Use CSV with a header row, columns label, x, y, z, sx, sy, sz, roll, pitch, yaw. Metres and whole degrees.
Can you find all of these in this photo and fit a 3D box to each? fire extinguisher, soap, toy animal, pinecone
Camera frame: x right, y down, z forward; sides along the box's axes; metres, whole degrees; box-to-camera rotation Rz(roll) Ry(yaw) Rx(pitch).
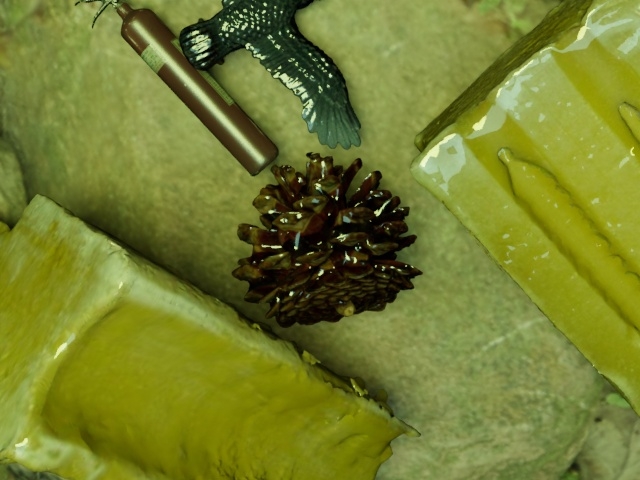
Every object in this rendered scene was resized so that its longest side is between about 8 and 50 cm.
label,x,y,z,sx,sy,sz,roll,pitch,yaw
fire extinguisher,-0.096,-0.120,0.541,0.173,0.049,0.035,47,125,-9
soap,-0.125,0.114,0.597,0.338,0.304,0.169,38,79,-39
toy animal,-0.042,-0.155,0.518,0.107,0.062,0.220,-21,102,11
pinecone,0.002,0.000,0.543,0.140,0.140,0.121,-10,72,7
soap,0.234,-0.015,0.541,0.199,0.091,0.315,-42,102,16
